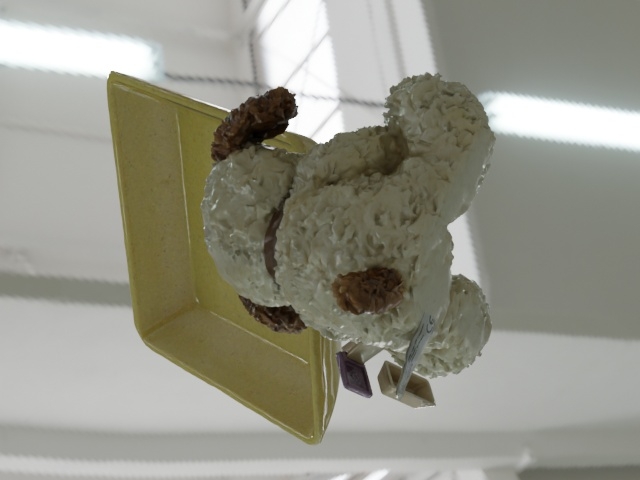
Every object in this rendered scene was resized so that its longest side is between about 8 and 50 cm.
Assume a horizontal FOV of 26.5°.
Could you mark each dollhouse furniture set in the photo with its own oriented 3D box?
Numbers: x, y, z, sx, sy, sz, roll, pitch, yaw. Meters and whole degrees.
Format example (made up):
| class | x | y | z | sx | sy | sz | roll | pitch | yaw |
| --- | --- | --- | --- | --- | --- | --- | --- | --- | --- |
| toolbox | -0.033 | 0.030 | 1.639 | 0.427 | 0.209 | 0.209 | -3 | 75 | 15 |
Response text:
| class | x | y | z | sx | sy | sz | roll | pitch | yaw |
| --- | --- | --- | --- | --- | --- | --- | --- | --- | --- |
| dollhouse furniture set | 0.080 | 0.099 | 1.278 | 0.114 | 0.081 | 0.091 | 28 | -146 | -37 |

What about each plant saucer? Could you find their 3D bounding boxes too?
| class | x | y | z | sx | sy | sz | roll | pitch | yaw |
| --- | --- | --- | --- | --- | --- | --- | --- | --- | --- |
| plant saucer | -0.087 | 0.002 | 1.415 | 0.081 | 0.332 | 0.333 | -21 | -150 | -35 |

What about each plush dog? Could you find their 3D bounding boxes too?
| class | x | y | z | sx | sy | sz | roll | pitch | yaw |
| --- | --- | --- | --- | --- | --- | --- | --- | --- | --- |
| plush dog | 0.000 | 0.000 | 1.092 | 0.225 | 0.262 | 0.211 | 13 | -154 | 34 |
